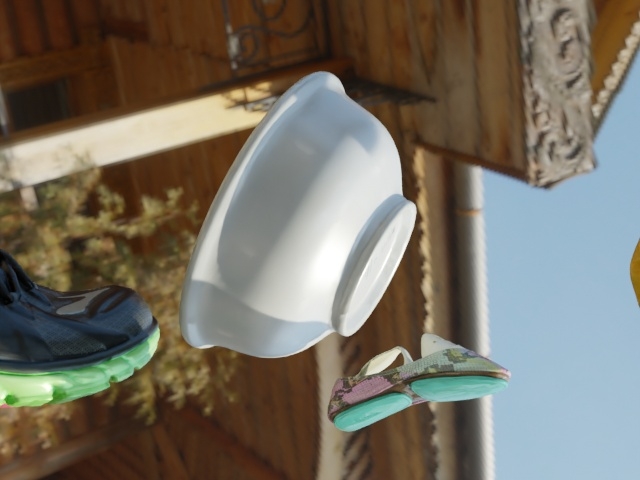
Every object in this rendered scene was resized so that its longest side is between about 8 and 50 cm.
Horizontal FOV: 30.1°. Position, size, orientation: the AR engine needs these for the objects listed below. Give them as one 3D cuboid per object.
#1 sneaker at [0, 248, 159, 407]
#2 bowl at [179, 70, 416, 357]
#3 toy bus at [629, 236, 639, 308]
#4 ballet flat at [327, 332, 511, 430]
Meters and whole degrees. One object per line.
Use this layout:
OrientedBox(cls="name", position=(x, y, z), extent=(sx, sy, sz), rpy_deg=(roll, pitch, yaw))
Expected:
OrientedBox(cls="sneaker", position=(-0.337, 0.047, 1.061), extent=(0.185, 0.483, 0.202), rpy_deg=(-4, -99, 43))
OrientedBox(cls="bowl", position=(0.000, 0.000, 1.135), extent=(0.134, 0.298, 0.298), rpy_deg=(28, -46, 13))
OrientedBox(cls="toy bus", position=(0.556, 0.032, 1.429), extent=(0.332, 0.130, 0.108), rpy_deg=(3, -45, 34))
OrientedBox(cls="ballet flat", position=(0.104, 0.151, 1.333), extent=(0.221, 0.077, 0.079), rpy_deg=(-20, -127, 26))
